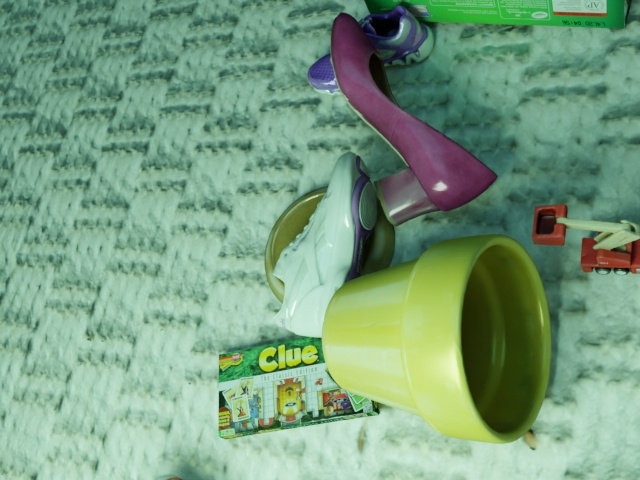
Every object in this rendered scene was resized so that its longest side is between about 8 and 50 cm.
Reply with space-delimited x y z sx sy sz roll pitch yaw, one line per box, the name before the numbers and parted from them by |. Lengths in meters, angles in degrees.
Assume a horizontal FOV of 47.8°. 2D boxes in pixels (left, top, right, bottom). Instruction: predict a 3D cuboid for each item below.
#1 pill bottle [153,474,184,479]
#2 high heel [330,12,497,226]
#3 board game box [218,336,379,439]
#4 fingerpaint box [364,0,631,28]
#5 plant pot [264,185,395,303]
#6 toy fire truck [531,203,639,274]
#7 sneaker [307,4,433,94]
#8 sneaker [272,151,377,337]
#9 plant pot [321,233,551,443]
pill bottle | -0.174 0.427 1.032 0.193 0.108 0.108 21 77 32
high heel | 0.142 -0.221 1.152 0.181 0.127 0.377 -23 81 25
board game box | -0.040 0.220 1.115 0.259 0.030 0.136 -15 59 19
fingerpaint box | 0.319 -0.561 1.225 0.444 0.163 0.371 10 72 26
plant pot | 0.006 0.008 1.191 0.236 0.032 0.236 -10 62 21
toy fire truck | 0.385 0.001 0.946 0.192 0.135 0.047 1 67 27
sneaker | 0.076 -0.344 1.281 0.236 0.104 0.095 -21 61 17
sneaker | 0.000 0.000 1.108 0.152 0.114 0.305 1 67 25
plant pot | 0.143 0.127 0.956 0.239 0.254 0.254 -6 63 41
